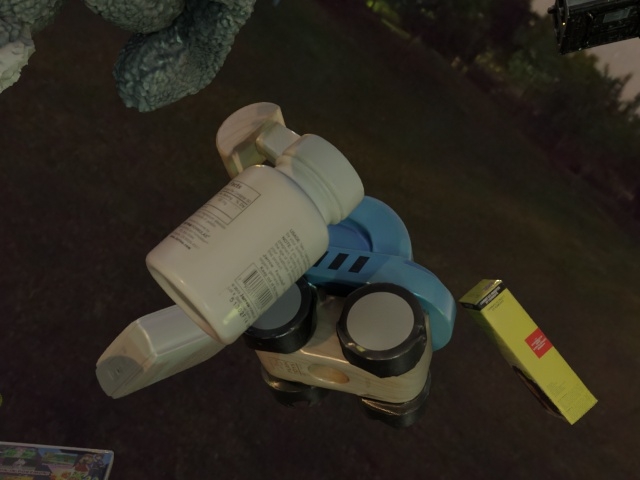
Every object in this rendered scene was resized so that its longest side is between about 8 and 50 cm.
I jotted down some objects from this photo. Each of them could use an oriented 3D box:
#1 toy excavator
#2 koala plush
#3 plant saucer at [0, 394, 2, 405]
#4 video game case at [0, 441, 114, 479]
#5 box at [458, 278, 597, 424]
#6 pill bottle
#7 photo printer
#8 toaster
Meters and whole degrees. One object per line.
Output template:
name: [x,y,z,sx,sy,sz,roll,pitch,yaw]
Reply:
toy excavator: [0.000,0.000,1.059,0.432,0.222,0.445,9,56,18]
koala plush: [-0.164,-0.173,0.409,0.221,0.203,0.196,-26,91,-31]
plant saucer: [-0.643,0.252,1.157,0.241,0.241,0.037,26,47,-27]
video game case: [-0.357,0.295,0.827,0.201,0.023,0.183,7,18,-7]
box: [0.310,0.165,1.086,0.232,0.058,0.087,52,-7,-2]
pill bottle: [-0.065,-0.008,0.791,0.131,0.229,0.131,41,-18,17]
photo printer: [-0.309,0.217,1.584,0.307,0.256,0.107,-18,72,-46]
toaster: [0.490,-0.411,1.227,0.168,0.185,0.110,39,42,-74]
